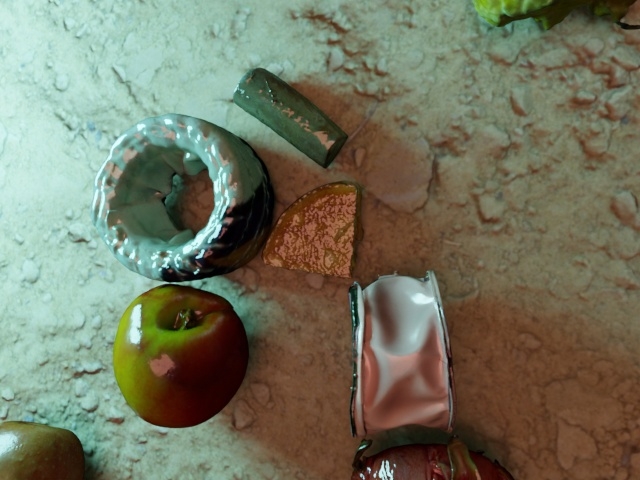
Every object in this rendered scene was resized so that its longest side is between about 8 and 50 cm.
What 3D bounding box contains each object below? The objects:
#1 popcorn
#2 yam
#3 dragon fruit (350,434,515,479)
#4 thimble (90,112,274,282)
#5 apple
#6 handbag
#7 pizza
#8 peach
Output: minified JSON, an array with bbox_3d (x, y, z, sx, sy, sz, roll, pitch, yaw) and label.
[{"bbox_3d":[0.279,-0.319,0.560,0.194,0.168,0.174,-10,75,-24],"label":"popcorn"},{"bbox_3d":[-0.040,-0.174,0.671,0.169,0.068,0.068,36,99,9],"label":"yam"},{"bbox_3d":[0.136,0.359,0.562,0.218,0.148,0.224,-3,121,9],"label":"dragon fruit"},{"bbox_3d":[-0.190,-0.054,0.667,0.237,0.150,0.238,0,92,14],"label":"thimble"},{"bbox_3d":[-0.453,0.365,0.729,0.180,0.181,0.169,4,70,13],"label":"apple"},{"bbox_3d":[0.092,0.141,0.596,0.116,0.179,0.205,-3,97,5],"label":"handbag"},{"bbox_3d":[0.000,-0.001,0.677,0.174,0.046,0.134,-29,84,12],"label":"pizza"},{"bbox_3d":[-0.189,0.163,0.663,0.197,0.197,0.198,0,91,13],"label":"peach"}]
